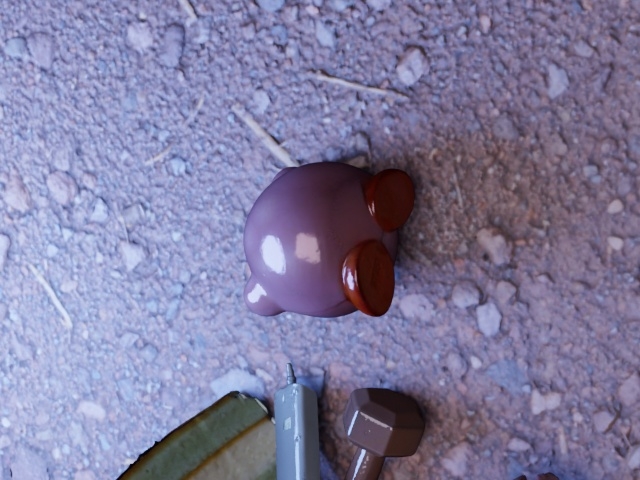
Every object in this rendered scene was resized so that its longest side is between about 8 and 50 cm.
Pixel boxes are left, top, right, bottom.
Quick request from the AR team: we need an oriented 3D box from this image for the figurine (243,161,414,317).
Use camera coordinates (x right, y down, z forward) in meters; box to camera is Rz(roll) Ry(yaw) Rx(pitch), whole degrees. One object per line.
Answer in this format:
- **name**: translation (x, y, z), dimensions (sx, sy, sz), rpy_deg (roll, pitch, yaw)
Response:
- **figurine**: translation (0.000, 0.000, 1.398), dimensions (0.173, 0.173, 0.173), rpy_deg (4, 100, 22)

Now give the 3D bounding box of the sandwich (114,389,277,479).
- **sandwich**: translation (-0.155, 0.311, 1.548), dimensions (0.155, 0.227, 0.198), rpy_deg (50, 148, 7)

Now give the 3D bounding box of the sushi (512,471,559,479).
- **sushi**: translation (0.243, 0.371, 1.316), dimensions (0.270, 0.236, 0.171), rpy_deg (46, 127, 25)

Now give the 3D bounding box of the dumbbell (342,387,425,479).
- **dumbbell**: translation (0.040, 0.276, 1.470), dimensions (0.082, 0.092, 0.231), rpy_deg (17, 107, -9)

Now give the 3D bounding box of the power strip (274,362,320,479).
- **power strip**: translation (-0.027, 0.258, 1.471), dimensions (0.060, 0.027, 0.253), rpy_deg (-34, 52, 53)
